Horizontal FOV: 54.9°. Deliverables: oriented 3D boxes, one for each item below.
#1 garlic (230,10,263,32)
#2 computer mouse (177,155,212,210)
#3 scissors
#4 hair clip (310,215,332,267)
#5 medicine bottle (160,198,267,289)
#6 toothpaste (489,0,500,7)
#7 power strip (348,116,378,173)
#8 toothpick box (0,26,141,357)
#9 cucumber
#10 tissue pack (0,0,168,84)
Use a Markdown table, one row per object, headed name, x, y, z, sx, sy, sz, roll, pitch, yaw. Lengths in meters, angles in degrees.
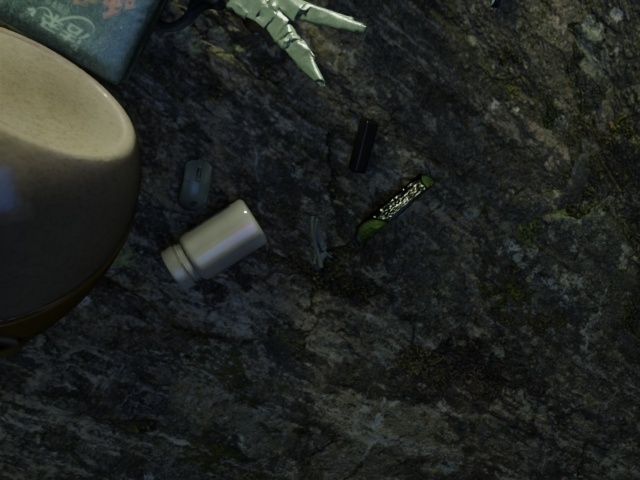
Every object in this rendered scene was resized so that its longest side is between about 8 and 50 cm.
| name | x | y | z | sx | sy | sz | roll | pitch | yaw |
| --- | --- | --- | --- | --- | --- | --- | --- | --- | --- |
| garlic | -0.083 | -0.395 | 0.983 | 0.127 | 0.194 | 0.131 | -18 | 128 | -15 |
| computer mouse | -0.234 | -0.103 | 1.156 | 0.056 | 0.032 | 0.110 | 6 | 112 | -25 |
| scissors | -0.093 | -0.363 | 0.910 | 0.256 | 0.383 | 0.029 | -56 | 155 | 13 |
| hair clip | -0.001 | 0.000 | 1.303 | 0.039 | 0.030 | 0.115 | -28 | 126 | -29 |
| medicine bottle | -0.203 | 0.009 | 1.182 | 0.186 | 0.103 | 0.103 | -32 | 122 | -4 |
| toothpaste | 0.353 | -0.497 | 1.204 | 0.027 | 0.019 | 0.083 | -6 | 122 | -38 |
| power strip | 0.086 | -0.190 | 1.237 | 0.029 | 0.038 | 0.111 | 4 | 114 | -25 |
| toothpick box | -0.488 | -0.045 | 0.861 | 0.409 | 0.409 | 0.425 | 27 | 116 | -30 |
| cucumber | 0.158 | -0.069 | 1.312 | 0.220 | 0.070 | 0.046 | -42 | 93 | -1 |
| tissue pack | -0.327 | -0.420 | 0.905 | 0.228 | 0.103 | 0.316 | 29 | 101 | -15 |
